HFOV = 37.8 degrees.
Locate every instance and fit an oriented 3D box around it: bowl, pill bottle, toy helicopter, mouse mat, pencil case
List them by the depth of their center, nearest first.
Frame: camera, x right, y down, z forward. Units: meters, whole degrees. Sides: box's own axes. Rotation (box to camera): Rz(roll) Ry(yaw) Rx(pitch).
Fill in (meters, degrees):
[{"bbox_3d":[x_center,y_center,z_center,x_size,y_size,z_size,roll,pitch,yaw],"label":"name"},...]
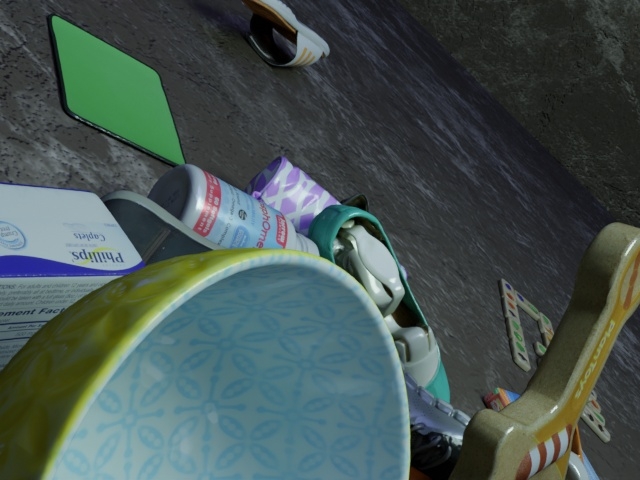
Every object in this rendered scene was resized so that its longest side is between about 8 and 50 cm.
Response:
[{"bbox_3d":[-0.092,0.139,0.476,0.156,0.289,0.289,8,0,34],"label":"bowl"},{"bbox_3d":[0.191,0.155,0.767,0.140,0.355,0.235,25,-3,39],"label":"toy helicopter"},{"bbox_3d":[-0.080,-0.001,0.862,0.160,0.087,0.087,27,29,-37],"label":"pill bottle"},{"bbox_3d":[-0.217,-0.160,1.001,0.152,0.007,0.190,26,28,-40],"label":"mouse mat"},{"bbox_3d":[0.000,0.000,1.001,0.206,0.086,0.088,40,19,-14],"label":"pencil case"}]

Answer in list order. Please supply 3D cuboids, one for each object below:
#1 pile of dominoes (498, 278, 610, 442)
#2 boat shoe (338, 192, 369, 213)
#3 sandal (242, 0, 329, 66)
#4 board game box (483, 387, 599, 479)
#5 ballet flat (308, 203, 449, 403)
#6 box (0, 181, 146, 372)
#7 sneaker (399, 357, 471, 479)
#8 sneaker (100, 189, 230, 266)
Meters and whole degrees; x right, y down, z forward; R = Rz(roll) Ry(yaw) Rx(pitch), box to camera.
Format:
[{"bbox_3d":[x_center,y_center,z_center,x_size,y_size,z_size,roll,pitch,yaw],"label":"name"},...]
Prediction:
[{"bbox_3d":[0.358,0.166,1.403,0.196,0.040,0.251,39,24,-15],"label":"pile of dominoes"},{"bbox_3d":[0.032,-0.018,1.134,0.056,0.049,0.152,40,24,-16],"label":"boat shoe"},{"bbox_3d":[-0.073,-0.309,1.409,0.102,0.076,0.265,30,5,20],"label":"sandal"},{"bbox_3d":[0.296,0.302,1.080,0.145,0.027,0.281,25,31,-42],"label":"board game box"},{"bbox_3d":[0.064,0.076,0.921,0.247,0.083,0.087,63,-18,-1],"label":"ballet flat"},{"bbox_3d":[-0.193,0.037,0.536,0.072,0.137,0.126,54,24,21],"label":"box"},{"bbox_3d":[0.056,0.173,0.834,0.228,0.086,0.132,45,31,11],"label":"sneaker"},{"bbox_3d":[-0.101,0.060,0.754,0.222,0.083,0.118,30,32,-16],"label":"sneaker"}]
